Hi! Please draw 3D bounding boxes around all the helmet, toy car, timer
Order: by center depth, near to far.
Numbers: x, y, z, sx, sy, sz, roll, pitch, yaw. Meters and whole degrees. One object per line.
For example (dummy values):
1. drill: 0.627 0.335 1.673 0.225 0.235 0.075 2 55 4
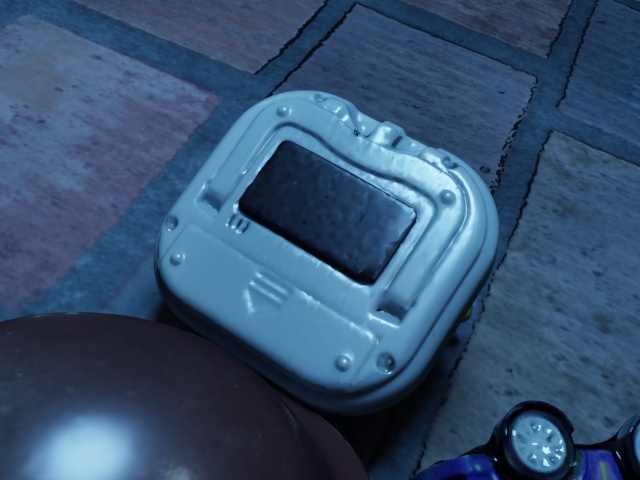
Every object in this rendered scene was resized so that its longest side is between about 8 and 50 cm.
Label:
1. helmet: -0.141 0.164 0.470 0.385 0.230 0.337 -19 50 -14
2. toy car: 0.184 0.220 0.609 0.235 0.172 0.157 4 60 -8
3. timer: 0.000 0.000 0.691 0.262 0.087 0.237 30 79 19

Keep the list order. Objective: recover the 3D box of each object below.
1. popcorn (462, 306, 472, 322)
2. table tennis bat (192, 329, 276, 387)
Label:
1. popcorn: 0.084 0.034 0.782 0.126 0.125 0.145 23 33 18
2. table tennis bat: -0.057 0.032 0.742 0.108 0.119 0.169 -1 49 -21
